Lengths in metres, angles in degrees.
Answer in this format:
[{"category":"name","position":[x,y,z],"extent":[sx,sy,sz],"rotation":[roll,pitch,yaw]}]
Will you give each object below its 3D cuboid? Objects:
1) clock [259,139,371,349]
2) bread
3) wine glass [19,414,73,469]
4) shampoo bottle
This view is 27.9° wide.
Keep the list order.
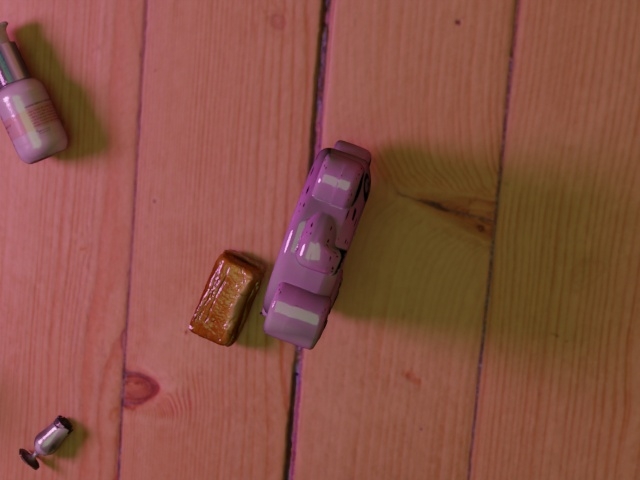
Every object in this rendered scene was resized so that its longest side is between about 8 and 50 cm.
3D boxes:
[{"category":"clock","position":[0.000,0.000,1.670],"extent":[0.090,0.227,0.248],"rotation":[19,103,2]},{"category":"bread","position":[-0.130,0.081,1.790],"extent":[0.074,0.053,0.132],"rotation":[23,101,8]},{"category":"wine glass","position":[-0.397,0.290,1.866],"extent":[0.083,0.042,0.039],"rotation":[-47,128,9]},{"category":"shampoo bottle","position":[-0.416,-0.202,1.772],"extent":[0.074,0.074,0.192],"rotation":[-24,96,10]}]
